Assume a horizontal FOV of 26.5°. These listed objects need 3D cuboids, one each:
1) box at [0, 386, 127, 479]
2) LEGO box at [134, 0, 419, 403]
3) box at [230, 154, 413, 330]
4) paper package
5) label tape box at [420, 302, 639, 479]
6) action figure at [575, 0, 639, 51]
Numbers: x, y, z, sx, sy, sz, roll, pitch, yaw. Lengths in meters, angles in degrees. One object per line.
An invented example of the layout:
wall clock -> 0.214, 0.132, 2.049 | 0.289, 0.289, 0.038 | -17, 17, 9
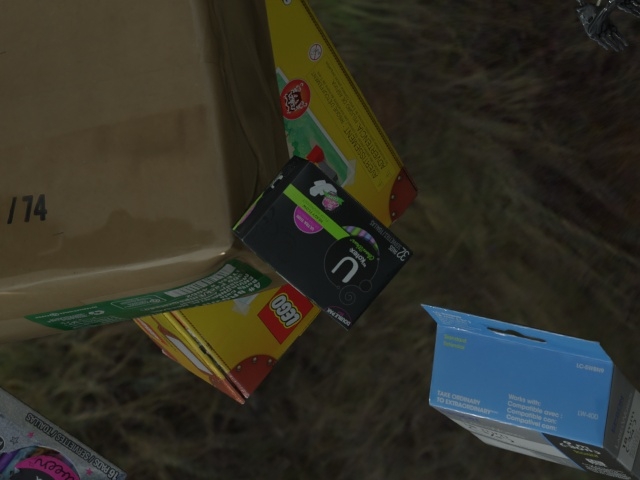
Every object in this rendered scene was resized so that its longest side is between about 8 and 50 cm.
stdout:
box -> -0.389, 0.277, 1.684 | 0.247, 0.163, 0.142 | 36, 74, -10
LEGO box -> -0.144, -0.105, 1.643 | 0.193, 0.500, 0.372 | 25, 68, 44
box -> 0.000, 0.000, 0.793 | 0.083, 0.052, 0.062 | 40, 88, -14
paper package -> -0.202, -0.091, 0.972 | 0.324, 0.168, 0.310 | -12, 80, 14
label tape box -> 0.274, 0.202, 1.731 | 0.240, 0.333, 0.106 | 11, 74, 31
action figure -> 0.404, -0.368, 1.671 | 0.141, 0.164, 0.276 | 34, 151, 18
